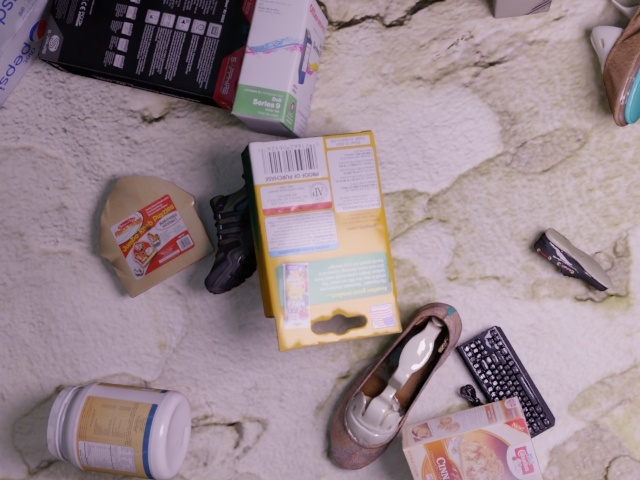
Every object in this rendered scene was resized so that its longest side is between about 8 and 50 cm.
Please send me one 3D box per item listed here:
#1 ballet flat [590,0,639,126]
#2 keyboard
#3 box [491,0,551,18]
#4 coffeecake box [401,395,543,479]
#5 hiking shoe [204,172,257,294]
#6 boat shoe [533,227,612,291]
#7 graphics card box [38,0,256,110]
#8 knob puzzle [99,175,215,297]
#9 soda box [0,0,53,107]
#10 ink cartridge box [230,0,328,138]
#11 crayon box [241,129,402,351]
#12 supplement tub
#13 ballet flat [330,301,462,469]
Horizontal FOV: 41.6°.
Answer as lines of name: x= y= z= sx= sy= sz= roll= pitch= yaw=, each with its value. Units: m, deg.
ballet flat: x=0.497 y=-0.340 z=1.297 sx=0.124 sy=0.116 sz=0.342 roll=27 pitch=91 yaw=31
keyboard: x=0.280 y=0.235 z=1.325 sx=0.108 sy=0.023 sz=0.180 roll=-31 pitch=84 yaw=7
box: x=0.301 y=-0.428 z=1.245 sx=0.094 sy=0.275 sz=0.113 roll=-5 pitch=87 yaw=10
coffeecake box: x=0.233 y=0.335 z=1.284 sx=0.186 sy=0.068 sz=0.142 roll=-17 pitch=107 yaw=9
hiking shoe: x=-0.142 y=-0.020 z=1.405 sx=0.114 sy=0.086 sz=0.226 roll=28 pitch=82 yaw=17
boat shoe: x=0.395 y=0.036 z=1.315 sx=0.133 sy=0.049 sz=0.042 roll=38 pitch=121 yaw=4
graphics card box: x=-0.275 y=-0.371 z=1.441 sx=0.371 sy=0.094 sz=0.232 roll=14 pitch=89 yaw=10
knob puzzle: x=-0.295 y=-0.024 z=1.452 sx=0.213 sy=0.030 sz=0.213 roll=-1 pitch=86 yaw=11
soda box: x=-0.562 y=-0.354 z=1.491 sx=0.091 sy=0.098 sz=0.286 roll=37 pitch=93 yaw=10
ink cartridge box: x=-0.063 y=-0.285 z=1.364 sx=0.093 sy=0.154 sz=0.212 roll=10 pitch=88 yaw=11
crayon box: x=0.000 y=0.000 z=1.330 sx=0.203 sy=0.083 sz=0.322 roll=-7 pitch=86 yaw=-14
supplement tub: x=-0.326 y=0.309 z=1.376 sx=0.200 sy=0.144 sz=0.144 roll=5 pitch=87 yaw=11
ballet flat: x=0.109 y=0.229 z=1.319 sx=0.108 sy=0.106 sz=0.316 roll=32 pitch=92 yaw=8
